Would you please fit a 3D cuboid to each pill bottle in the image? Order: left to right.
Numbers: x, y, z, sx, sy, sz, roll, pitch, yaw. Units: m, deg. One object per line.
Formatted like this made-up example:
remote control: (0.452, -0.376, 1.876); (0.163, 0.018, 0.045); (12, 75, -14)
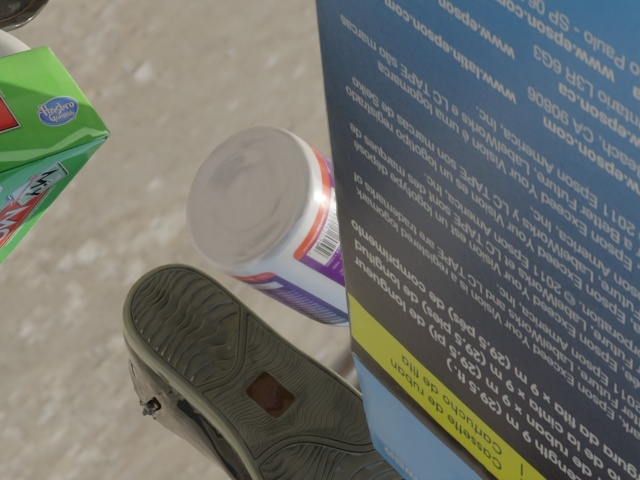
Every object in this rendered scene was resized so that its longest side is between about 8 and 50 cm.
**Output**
pill bottle: (0.000, 0.000, 1.242); (0.108, 0.108, 0.193); (-50, 142, 7)

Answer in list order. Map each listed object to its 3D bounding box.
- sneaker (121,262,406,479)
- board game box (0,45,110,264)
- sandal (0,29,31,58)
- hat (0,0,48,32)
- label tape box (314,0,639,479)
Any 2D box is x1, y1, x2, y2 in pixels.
sneaker: (-0.028, 0.114, 1.003); (0.083, 0.222, 0.118); (-38, 167, -19)
board game box: (-0.237, 0.058, 0.642); (0.213, 0.046, 0.317); (-26, 166, -49)
sandal: (-0.296, 0.055, 1.055); (0.416, 0.169, 0.102); (-48, 178, 0)
hat: (-0.407, -0.220, 1.496); (0.331, 0.331, 0.134); (-28, 152, -53)
label tape box: (0.119, 0.013, 0.568); (0.115, 0.249, 0.348); (-33, 142, -21)
